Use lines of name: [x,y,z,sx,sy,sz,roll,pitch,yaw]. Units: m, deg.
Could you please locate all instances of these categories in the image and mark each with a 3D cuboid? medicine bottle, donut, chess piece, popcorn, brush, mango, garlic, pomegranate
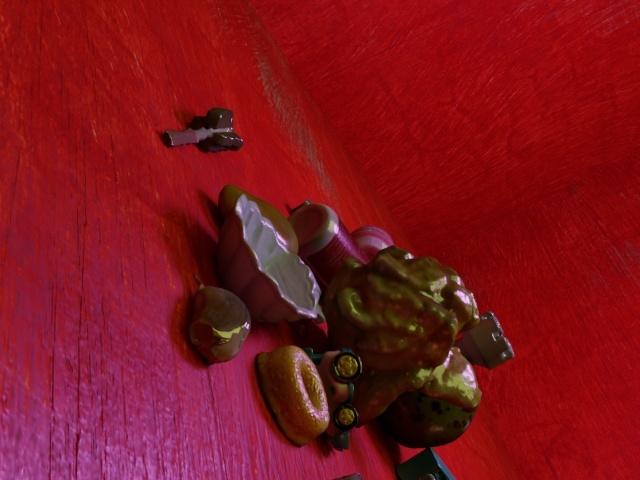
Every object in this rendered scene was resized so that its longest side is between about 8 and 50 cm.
medicine bottle: [0.025,0.042,1.740,0.250,0.131,0.131,52,14,-40]
donut: [-0.036,0.221,1.210,0.152,0.058,0.152,59,13,-22]
medicine bottle: [0.129,0.035,2.217,0.147,0.147,0.247,60,11,-9]
chess piece: [0.289,0.282,1.906,0.195,0.299,0.195,58,11,-18]
popcorn: [0.136,0.178,1.492,0.321,0.326,0.290,29,-22,29]
brush: [-0.205,-0.190,1.454,0.084,0.071,0.301,64,16,-3]
mango: [-0.107,-0.014,1.416,0.191,0.085,0.122,32,38,-50]
garlic: [-0.127,0.098,1.060,0.084,0.066,0.152,54,15,-25]
pomegranate: [0.182,0.304,1.694,0.285,0.231,0.231,29,18,-10]

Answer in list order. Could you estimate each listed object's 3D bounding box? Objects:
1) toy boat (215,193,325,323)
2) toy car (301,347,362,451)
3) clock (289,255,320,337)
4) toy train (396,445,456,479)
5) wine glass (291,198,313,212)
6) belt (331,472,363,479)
toy boat: [-0.086,0.052,1.282,0.290,0.100,0.199,45,20,-53]
toy car: [0.008,0.250,1.317,0.126,0.098,0.162,109,-13,-74]
clock: [-0.039,0.100,1.507,0.110,0.050,0.153,57,12,-24]
toy train: [0.234,0.506,1.622,0.198,0.107,0.154,54,5,-32]
wine glass: [0.000,0.000,1.920,0.198,0.066,0.066,62,11,1]
belt: [0.034,0.389,1.117,0.071,0.053,0.232,53,11,-2]
